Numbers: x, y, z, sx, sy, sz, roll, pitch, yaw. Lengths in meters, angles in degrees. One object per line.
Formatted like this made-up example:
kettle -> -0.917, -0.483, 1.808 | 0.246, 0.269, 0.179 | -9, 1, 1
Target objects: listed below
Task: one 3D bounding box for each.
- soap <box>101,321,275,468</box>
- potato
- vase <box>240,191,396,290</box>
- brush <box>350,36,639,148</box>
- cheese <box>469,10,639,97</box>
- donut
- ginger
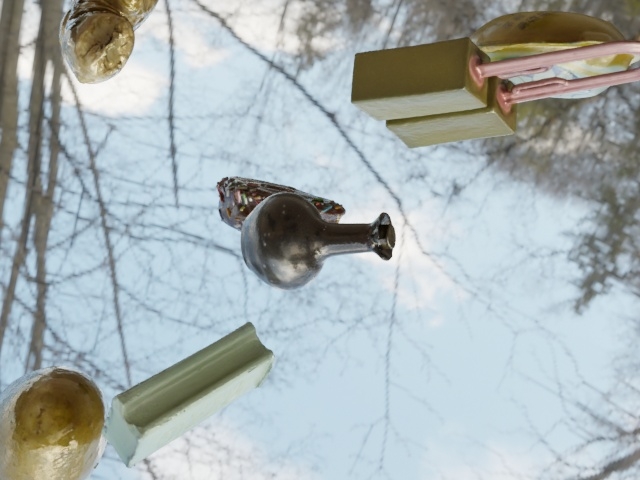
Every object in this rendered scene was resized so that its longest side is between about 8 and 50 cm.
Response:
soap -> -0.156, 0.184, 1.269 | 0.198, 0.114, 0.063 | -29, -107, -29
potato -> -0.374, 0.262, 1.493 | 0.178, 0.158, 0.203 | 44, -114, -4
vase -> 0.000, 0.000, 1.277 | 0.183, 0.120, 0.120 | -2, -154, 21
brush -> 0.148, -0.121, 0.824 | 0.233, 0.047, 0.103 | -4, 161, 33
cheese -> 0.188, -0.169, 1.001 | 0.177, 0.069, 0.270 | 0, -177, -26
donut -> -0.075, -0.050, 1.849 | 0.235, 0.089, 0.235 | 13, -172, -2
ginger -> -0.209, -0.239, 1.065 | 0.081, 0.147, 0.333 | 19, -171, -18
